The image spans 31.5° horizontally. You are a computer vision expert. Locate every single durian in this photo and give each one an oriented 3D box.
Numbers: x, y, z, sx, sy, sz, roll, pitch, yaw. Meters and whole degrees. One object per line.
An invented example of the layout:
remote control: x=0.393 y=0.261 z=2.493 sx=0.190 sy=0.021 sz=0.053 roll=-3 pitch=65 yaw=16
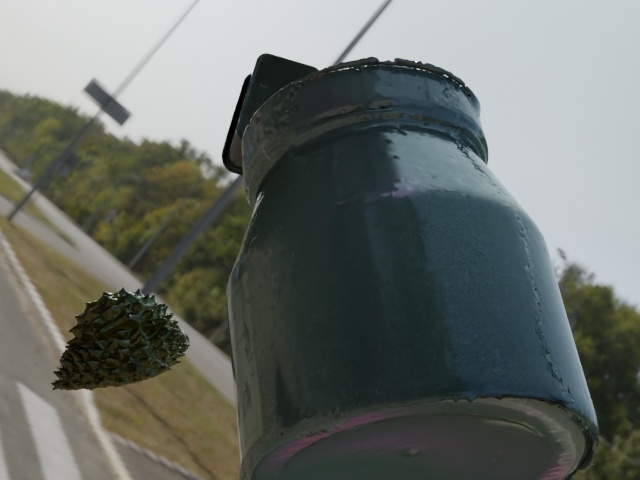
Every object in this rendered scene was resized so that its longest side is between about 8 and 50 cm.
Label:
durian: x=-0.256 y=0.120 z=1.422 sx=0.119 sy=0.187 sz=0.108 roll=-156 pitch=-128 yaw=-73

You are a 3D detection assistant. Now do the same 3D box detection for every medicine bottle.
medicine bottle: x=0.052 y=0.037 z=0.826 sx=0.245 sy=0.245 sz=0.290 roll=48 pitch=29 yaw=-53

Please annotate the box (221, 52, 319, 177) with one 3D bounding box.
box: x=-0.045 y=-0.122 z=1.123 sx=0.084 sy=0.122 sz=0.069 roll=15 pitch=-20 yaw=-3
